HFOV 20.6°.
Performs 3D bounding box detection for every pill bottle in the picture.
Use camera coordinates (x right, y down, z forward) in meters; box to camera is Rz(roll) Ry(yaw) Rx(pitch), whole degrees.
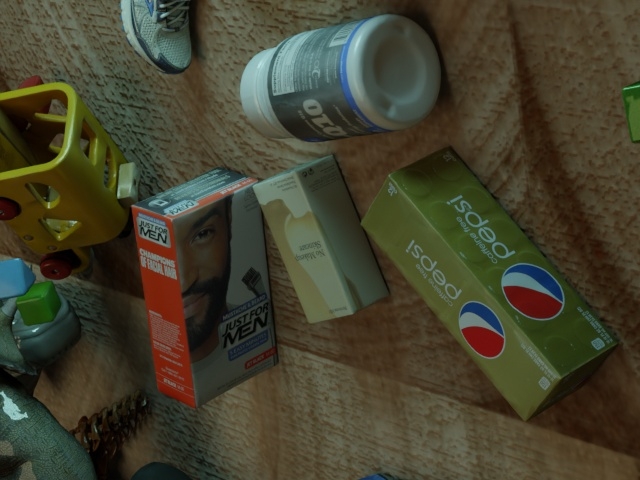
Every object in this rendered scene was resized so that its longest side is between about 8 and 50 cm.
[{"bbox_3d":[0.010,-0.108,1.202,0.137,0.078,0.078,-5,107,52],"label":"pill bottle"}]

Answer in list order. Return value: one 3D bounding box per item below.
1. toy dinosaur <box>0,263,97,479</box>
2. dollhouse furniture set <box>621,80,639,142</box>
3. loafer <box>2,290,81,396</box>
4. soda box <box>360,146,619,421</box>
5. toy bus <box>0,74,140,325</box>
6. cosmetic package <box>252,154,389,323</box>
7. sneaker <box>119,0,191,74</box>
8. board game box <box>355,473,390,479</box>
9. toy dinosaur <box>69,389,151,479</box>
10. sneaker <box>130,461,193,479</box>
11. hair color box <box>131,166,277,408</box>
[{"bbox_3d":[-0.260,0.185,1.515,0.313,0.121,0.160,60,144,7],"label":"toy dinosaur"},{"bbox_3d":[0.250,-0.081,0.977,0.151,0.058,0.076,-10,96,32],"label":"dollhouse furniture set"},{"bbox_3d":[-0.310,0.119,1.705,0.319,0.112,0.111,-15,107,58],"label":"loafer"},{"bbox_3d":[0.110,0.027,1.174,0.181,0.061,0.058,50,142,18],"label":"soda box"},{"bbox_3d":[-0.204,-0.042,1.472,0.104,0.202,0.191,-10,103,17],"label":"toy bus"},{"bbox_3d":[0.000,0.000,1.308,0.060,0.041,0.115,-18,96,53],"label":"cosmetic package"},{"bbox_3d":[-0.121,-0.192,1.336,0.058,0.052,0.135,0,111,46],"label":"sneaker"},{"bbox_3d":[0.086,0.316,1.348,0.165,0.042,0.243,25,131,63],"label":"board game box"},{"bbox_3d":[-0.247,0.279,1.678,0.218,0.164,0.322,51,144,34],"label":"toy dinosaur"},{"bbox_3d":[-0.055,0.291,1.511,0.286,0.109,0.130,47,129,15],"label":"sneaker"},{"bbox_3d":[-0.090,0.037,1.395,0.053,0.093,0.167,18,124,43],"label":"hair color box"}]
